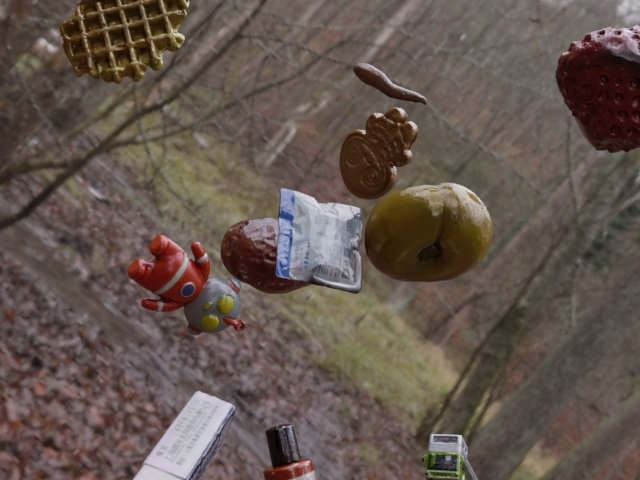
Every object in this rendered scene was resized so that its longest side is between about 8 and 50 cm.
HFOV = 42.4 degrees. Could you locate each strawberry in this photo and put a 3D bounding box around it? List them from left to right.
[{"bbox_3d":[0.693,-0.377,1.918,0.345,0.295,0.318,27,-19,-31],"label":"strawberry"}]

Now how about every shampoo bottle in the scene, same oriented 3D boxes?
[{"bbox_3d":[-0.056,0.515,1.685,0.104,0.104,0.278,36,41,-81],"label":"shampoo bottle"}]

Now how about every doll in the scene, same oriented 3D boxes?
[{"bbox_3d":[-0.298,0.127,1.964,0.336,0.199,0.105,43,-2,-34],"label":"doll"}]

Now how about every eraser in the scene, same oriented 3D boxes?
[{"bbox_3d":[-0.250,0.399,1.449,0.086,0.130,0.287,23,30,7],"label":"eraser"}]

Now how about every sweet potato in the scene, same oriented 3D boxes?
[{"bbox_3d":[0.178,-0.399,2.133,0.214,0.050,0.050,29,0,3],"label":"sweet potato"}]

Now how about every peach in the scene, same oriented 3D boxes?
[{"bbox_3d":[0.207,-0.015,1.592,0.251,0.251,0.153,42,29,-43],"label":"peach"}]

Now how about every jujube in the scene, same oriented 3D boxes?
[{"bbox_3d":[-0.119,0.037,2.103,0.290,0.197,0.197,16,20,-41],"label":"jujube"}]

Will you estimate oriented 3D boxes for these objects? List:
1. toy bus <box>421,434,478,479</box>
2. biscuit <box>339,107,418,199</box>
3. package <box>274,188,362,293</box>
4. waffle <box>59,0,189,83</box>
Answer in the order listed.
[{"bbox_3d":[0.365,0.649,2.274,0.113,0.139,0.301,-2,-34,20],"label":"toy bus"},{"bbox_3d":[0.153,-0.235,2.253,0.044,0.289,0.202,-15,68,-45],"label":"biscuit"},{"bbox_3d":[0.000,0.000,1.474,0.173,0.171,0.027,13,-23,-23],"label":"package"},{"bbox_3d":[-0.364,-0.397,1.480,0.249,0.253,0.056,39,-11,13],"label":"waffle"}]
